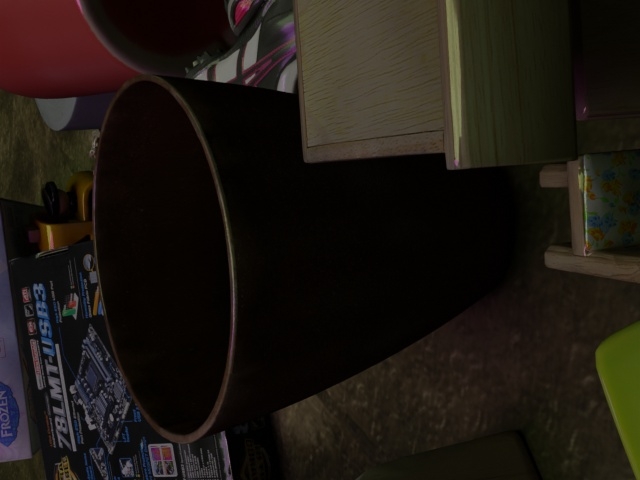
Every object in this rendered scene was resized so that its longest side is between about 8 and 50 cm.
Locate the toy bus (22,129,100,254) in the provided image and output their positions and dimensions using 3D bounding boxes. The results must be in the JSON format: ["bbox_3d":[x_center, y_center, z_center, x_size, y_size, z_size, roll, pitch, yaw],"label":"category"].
[{"bbox_3d":[-0.319,-0.008,1.370,0.191,0.104,0.202,-57,49,48],"label":"toy bus"}]

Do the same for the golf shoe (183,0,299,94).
[{"bbox_3d":[-0.045,-0.113,0.878,0.120,0.105,0.273,61,145,20],"label":"golf shoe"}]

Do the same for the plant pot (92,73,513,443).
[{"bbox_3d":[0.000,0.000,0.692,0.215,0.230,0.216,18,111,57],"label":"plant pot"}]

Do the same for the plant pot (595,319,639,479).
[{"bbox_3d":[0.251,0.078,0.290,0.207,0.228,0.227,-42,61,49],"label":"plant pot"}]

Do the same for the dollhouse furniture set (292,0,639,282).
[{"bbox_3d":[0.128,-0.088,0.432,0.161,0.242,0.212,-171,76,-72],"label":"dollhouse furniture set"}]

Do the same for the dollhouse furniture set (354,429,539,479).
[{"bbox_3d":[0.013,0.385,0.730,0.362,0.256,0.394,-50,54,52],"label":"dollhouse furniture set"}]

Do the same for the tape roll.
[{"bbox_3d":[-0.291,-0.242,1.302,0.219,0.072,0.219,22,116,57],"label":"tape roll"}]

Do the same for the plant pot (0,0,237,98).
[{"bbox_3d":[-0.194,-0.250,0.967,0.243,0.274,0.275,18,112,47],"label":"plant pot"}]

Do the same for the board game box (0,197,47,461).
[{"bbox_3d":[-0.402,0.109,1.450,0.318,0.065,0.318,163,99,-87],"label":"board game box"}]

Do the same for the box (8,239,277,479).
[{"bbox_3d":[-0.187,0.139,1.116,0.293,0.073,0.296,-12,86,40],"label":"box"}]
